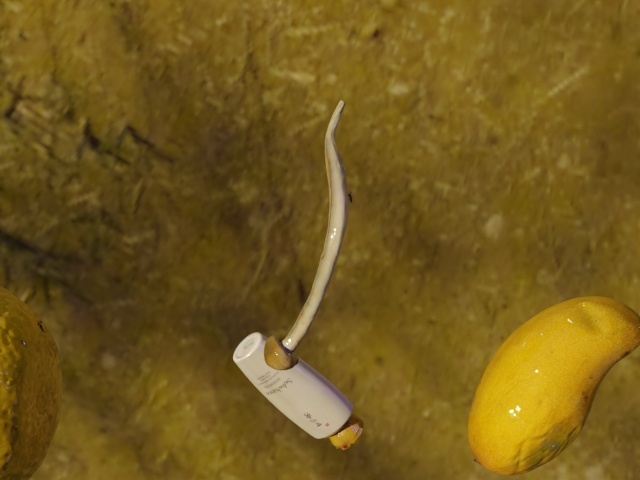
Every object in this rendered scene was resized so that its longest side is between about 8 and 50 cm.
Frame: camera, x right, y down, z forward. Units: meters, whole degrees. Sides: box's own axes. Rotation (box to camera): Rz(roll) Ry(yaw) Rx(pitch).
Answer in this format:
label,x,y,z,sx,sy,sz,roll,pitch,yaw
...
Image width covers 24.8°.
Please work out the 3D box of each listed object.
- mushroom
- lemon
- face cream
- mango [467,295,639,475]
label,x,y,z,sx,sy,sz,roll,pitch,yaw
mushroom,-0.001,0.000,1.597,0.068,0.043,0.306,20,99,27
lemon,-0.517,0.219,2.044,0.336,0.336,0.336,8,131,10
face cream,-0.024,0.179,1.725,0.072,0.051,0.182,-33,117,29
mango,0.191,0.121,1.240,0.098,0.075,0.190,40,106,13
